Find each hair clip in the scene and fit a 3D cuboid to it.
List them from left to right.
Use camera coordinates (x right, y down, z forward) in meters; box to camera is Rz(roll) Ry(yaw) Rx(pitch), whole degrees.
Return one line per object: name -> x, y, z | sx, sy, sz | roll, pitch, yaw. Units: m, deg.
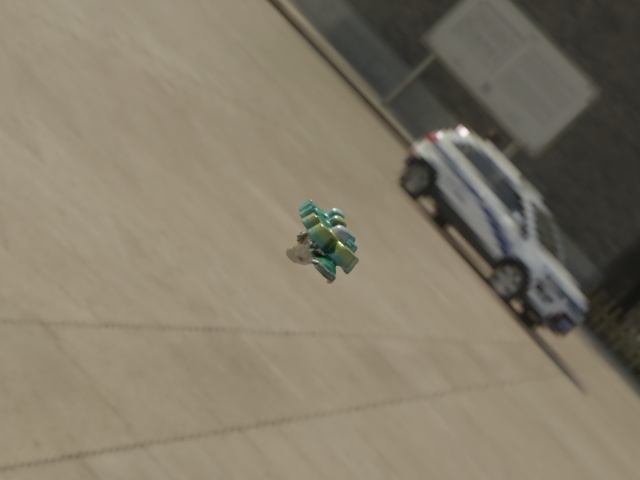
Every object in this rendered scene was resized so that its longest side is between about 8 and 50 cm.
hair clip -> 0.000, -0.001, 1.011 | 0.049, 0.049, 0.173 | 45, 0, -7
